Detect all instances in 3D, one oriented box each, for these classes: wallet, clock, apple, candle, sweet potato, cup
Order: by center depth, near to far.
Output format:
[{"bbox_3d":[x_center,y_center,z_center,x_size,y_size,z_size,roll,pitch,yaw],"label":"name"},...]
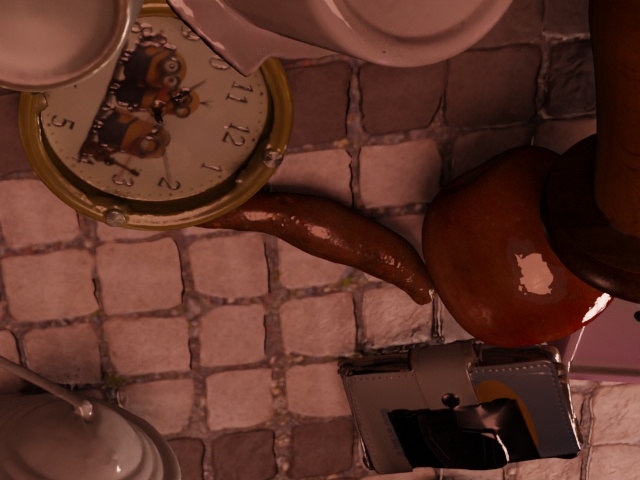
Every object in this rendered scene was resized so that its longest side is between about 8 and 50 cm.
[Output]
[{"bbox_3d":[-0.242,-0.211,1.046,0.258,0.234,0.186,-10,125,-1],"label":"cup"},{"bbox_3d":[-0.140,-0.113,1.239,0.237,0.057,0.237,-4,127,-6],"label":"clock"},{"bbox_3d":[0.181,0.007,1.313,0.181,0.181,0.168,-34,99,13],"label":"apple"},{"bbox_3d":[0.002,-0.007,1.340,0.255,0.058,0.078,17,140,-16],"label":"sweet potato"},{"bbox_3d":[-0.251,0.279,1.393,0.221,0.221,0.343,9,122,-16],"label":"candle"},{"bbox_3d":[0.337,0.068,1.446,0.197,0.063,0.150,4,124,-14],"label":"clock"},{"bbox_3d":[0.139,0.172,1.451,0.230,0.069,0.170,-7,130,15],"label":"wallet"}]

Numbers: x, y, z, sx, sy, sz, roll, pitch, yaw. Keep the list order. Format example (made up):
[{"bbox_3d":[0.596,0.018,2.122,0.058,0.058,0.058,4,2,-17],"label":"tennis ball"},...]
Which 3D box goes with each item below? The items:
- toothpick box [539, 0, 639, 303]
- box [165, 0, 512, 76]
[{"bbox_3d":[0.272,-0.087,1.120,0.192,0.192,0.294,-6,132,-6],"label":"toothpick box"},{"bbox_3d":[0.051,-0.227,1.064,0.291,0.206,0.263,-3,110,-23],"label":"box"}]
